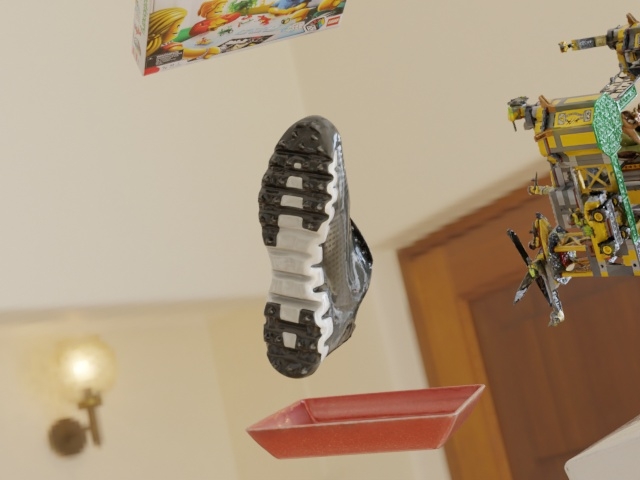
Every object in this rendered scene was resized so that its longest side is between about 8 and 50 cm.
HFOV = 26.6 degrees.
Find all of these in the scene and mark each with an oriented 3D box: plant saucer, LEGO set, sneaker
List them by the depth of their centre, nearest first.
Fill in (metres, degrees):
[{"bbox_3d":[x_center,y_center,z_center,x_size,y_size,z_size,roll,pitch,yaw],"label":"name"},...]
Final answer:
[{"bbox_3d":[0.000,0.000,1.214,0.078,0.234,0.106,11,17,32],"label":"sneaker"},{"bbox_3d":[0.279,-0.091,1.453,0.192,0.255,0.331,-4,33,37],"label":"LEGO set"},{"bbox_3d":[0.066,0.229,1.704,0.259,0.047,0.258,-7,0,15],"label":"plant saucer"}]

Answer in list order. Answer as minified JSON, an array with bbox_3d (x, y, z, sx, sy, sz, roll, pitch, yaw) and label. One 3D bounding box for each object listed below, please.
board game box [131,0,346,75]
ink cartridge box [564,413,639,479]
[{"bbox_3d":[-0.101,-0.332,1.836,0.305,0.053,0.193,-18,-24,-19],"label":"board game box"},{"bbox_3d":[0.516,0.230,1.570,0.285,0.166,0.395,-30,-8,40],"label":"ink cartridge box"}]
